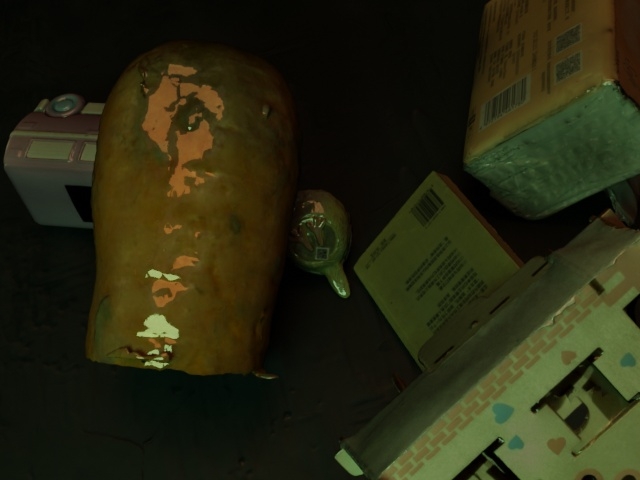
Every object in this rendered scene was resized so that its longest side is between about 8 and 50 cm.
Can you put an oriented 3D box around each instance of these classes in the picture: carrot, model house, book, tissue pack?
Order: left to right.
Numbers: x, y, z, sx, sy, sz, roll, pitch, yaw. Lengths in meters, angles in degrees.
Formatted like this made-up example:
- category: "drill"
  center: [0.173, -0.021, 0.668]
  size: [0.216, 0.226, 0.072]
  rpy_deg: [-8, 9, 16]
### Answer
- category: "carrot"
  center: [-0.134, -0.032, 0.807]
  size: [0.224, 0.224, 0.340]
  rpy_deg: [3, 82, 10]
- category: "book"
  center: [0.141, 0.055, 0.813]
  size: [0.161, 0.026, 0.231]
  rpy_deg: [-51, 51, 23]
- category: "model house"
  center: [0.210, 0.166, 0.653]
  size: [0.326, 0.169, 0.244]
  rpy_deg: [-43, 96, 2]
- category: "tissue pack"
  center: [0.328, -0.186, 0.935]
  size: [0.239, 0.238, 0.305]
  rpy_deg: [6, 53, 12]

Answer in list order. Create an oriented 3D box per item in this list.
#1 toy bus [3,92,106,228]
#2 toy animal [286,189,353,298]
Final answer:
- category: "toy bus"
  center: [-0.280, -0.095, 0.976]
  size: [0.203, 0.142, 0.142]
  rpy_deg: [4, 48, 12]
- category: "toy animal"
  center: [0.000, 0.000, 0.911]
  size: [0.098, 0.137, 0.098]
  rpy_deg: [-28, 13, 7]
